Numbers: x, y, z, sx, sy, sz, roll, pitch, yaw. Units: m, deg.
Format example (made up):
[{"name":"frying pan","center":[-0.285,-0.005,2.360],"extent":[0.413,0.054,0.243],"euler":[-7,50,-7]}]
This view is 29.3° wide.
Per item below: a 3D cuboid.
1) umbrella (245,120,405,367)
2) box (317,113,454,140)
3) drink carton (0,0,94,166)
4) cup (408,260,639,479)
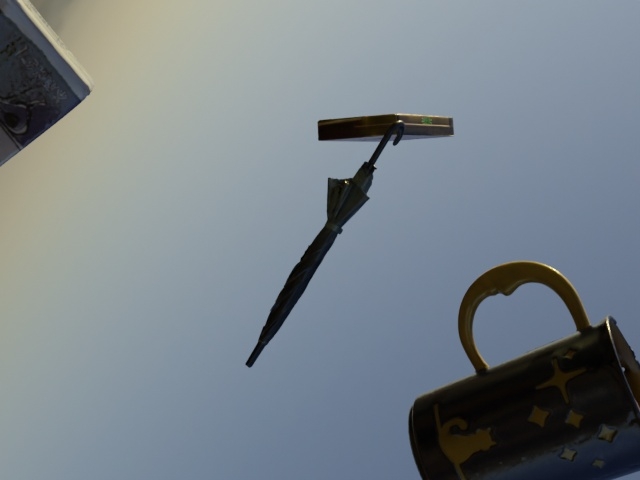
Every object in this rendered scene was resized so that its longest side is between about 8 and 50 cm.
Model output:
[{"name":"umbrella","center":[-0.002,-0.002,1.123],"extent":[0.269,0.044,0.044],"euler":[-57,155,-4]},{"name":"box","center":[0.068,-0.113,1.235],"extent":[0.090,0.023,0.133],"euler":[-3,-178,30]},{"name":"drink carton","center":[-0.335,-0.125,1.114],"extent":[0.222,0.134,0.102],"euler":[-38,-158,0]},{"name":"cup","center":[0.239,0.179,1.410],"extent":[0.256,0.178,0.255],"euler":[-23,-133,18]}]
